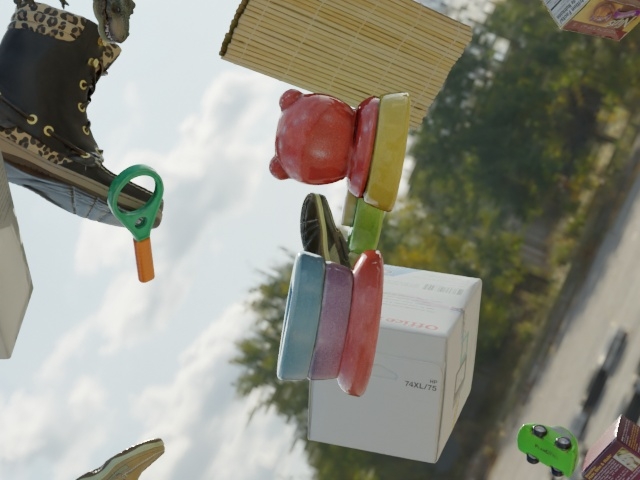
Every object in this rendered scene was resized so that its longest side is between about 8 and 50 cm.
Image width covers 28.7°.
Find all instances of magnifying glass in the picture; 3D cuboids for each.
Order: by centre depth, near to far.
[{"bbox_3d":[-0.284,-0.023,1.973,0.092,0.026,0.231,-26,-40,-26],"label":"magnifying glass"}]

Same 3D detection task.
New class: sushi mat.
[{"bbox_3d":[0.037,-0.238,1.498,0.316,0.019,0.151,16,-69,-37],"label":"sushi mat"}]

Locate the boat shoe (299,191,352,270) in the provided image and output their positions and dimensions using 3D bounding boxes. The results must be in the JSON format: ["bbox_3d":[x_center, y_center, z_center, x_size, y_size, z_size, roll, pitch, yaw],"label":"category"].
[{"bbox_3d":[0.012,0.015,1.516,0.056,0.049,0.152,-24,73,60],"label":"boat shoe"}]

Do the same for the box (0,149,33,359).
[{"bbox_3d":[-0.556,-0.011,1.769,0.168,0.215,0.345,-86,-6,-53],"label":"box"}]

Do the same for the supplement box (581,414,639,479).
[{"bbox_3d":[0.281,0.204,1.103,0.055,0.083,0.043,-56,-3,32],"label":"supplement box"}]

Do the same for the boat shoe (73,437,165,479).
[{"bbox_3d":[-0.316,0.383,1.999,0.190,0.072,0.068,-34,-19,22],"label":"boat shoe"}]

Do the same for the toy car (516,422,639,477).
[{"bbox_3d":[0.388,0.321,1.800,0.053,0.225,0.239,-27,-48,-42],"label":"toy car"}]

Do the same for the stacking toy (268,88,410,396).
[{"bbox_3d":[0.000,0.000,1.322,0.279,0.130,0.309,130,149,-86],"label":"stacking toy"}]

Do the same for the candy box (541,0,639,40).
[{"bbox_3d":[0.253,-0.298,1.312,0.109,0.187,0.053,0,-35,-45],"label":"candy box"}]

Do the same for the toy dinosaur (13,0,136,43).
[{"bbox_3d":[-0.275,-0.281,1.149,0.118,0.268,0.064,-31,15,36],"label":"toy dinosaur"}]

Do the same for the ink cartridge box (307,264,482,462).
[{"bbox_3d":[0.114,0.173,1.863,0.270,0.198,0.197,-42,-42,-67],"label":"ink cartridge box"}]

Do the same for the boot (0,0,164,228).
[{"bbox_3d":[-0.393,-0.202,2.036,0.138,0.377,0.284,136,155,-66],"label":"boot"}]
